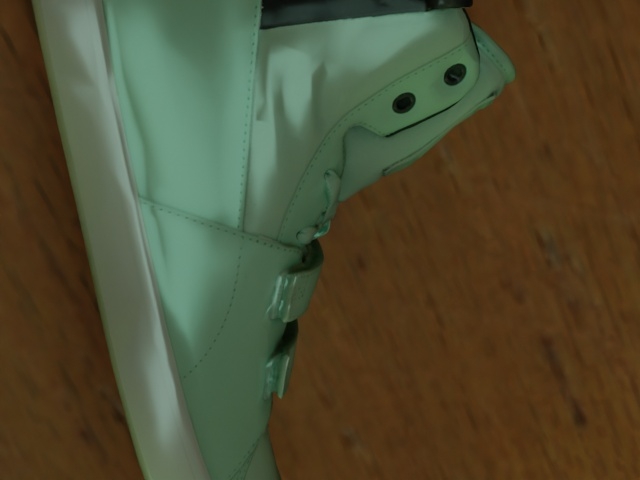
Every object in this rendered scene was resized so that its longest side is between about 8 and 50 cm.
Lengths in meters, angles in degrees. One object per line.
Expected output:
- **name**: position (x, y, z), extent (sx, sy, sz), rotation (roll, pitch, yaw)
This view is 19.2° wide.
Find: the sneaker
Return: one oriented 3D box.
- **sneaker**: position (0.000, 0.000, 0.624), extent (0.151, 0.094, 0.256), rotation (-13, 114, -7)
